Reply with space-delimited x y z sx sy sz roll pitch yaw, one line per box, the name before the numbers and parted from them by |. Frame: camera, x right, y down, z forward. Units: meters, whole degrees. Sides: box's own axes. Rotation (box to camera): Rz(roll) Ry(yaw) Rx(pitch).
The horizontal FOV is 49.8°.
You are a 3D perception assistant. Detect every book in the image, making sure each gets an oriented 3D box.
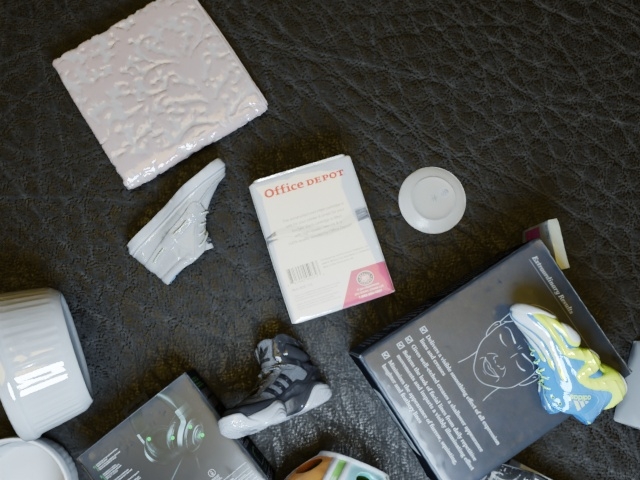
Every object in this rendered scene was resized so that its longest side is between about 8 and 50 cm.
book | 0.438 0.016 1.357 0.035 0.144 0.096 -10 84 -4

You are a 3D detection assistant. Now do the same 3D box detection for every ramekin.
ramekin | -0.547 0.456 1.263 0.207 0.109 0.207 0 85 -3
ramekin | -0.499 0.207 1.231 0.127 0.273 0.272 -18 84 -17

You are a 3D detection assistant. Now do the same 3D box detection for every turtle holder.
turtle holder | 0.058 0.519 1.227 0.321 0.243 0.227 18 66 5

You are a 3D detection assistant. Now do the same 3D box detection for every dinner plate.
dinner plate | 0.233 -0.085 1.425 0.141 0.017 0.141 1 82 -5

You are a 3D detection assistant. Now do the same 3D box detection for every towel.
towel | -0.327 -0.314 1.406 0.332 0.053 0.317 -32 85 -7

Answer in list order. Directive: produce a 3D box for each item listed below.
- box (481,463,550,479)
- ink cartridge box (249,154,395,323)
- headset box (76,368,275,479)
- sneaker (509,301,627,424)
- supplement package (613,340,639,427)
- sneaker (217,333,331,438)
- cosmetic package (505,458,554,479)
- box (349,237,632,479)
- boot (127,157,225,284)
box | 0.306 0.522 1.248 0.056 0.183 0.231 32 71 -24
ink cartridge box | 0.000 0.000 1.349 0.207 0.117 0.282 -17 84 -5
headset box | -0.265 0.410 1.275 0.246 0.131 0.283 -39 86 -7
sneaker | 0.391 0.213 1.145 0.240 0.091 0.126 39 83 1
supplement package | 0.757 0.317 1.319 0.293 0.177 0.175 18 82 -1
sneaker | -0.101 0.262 1.271 0.101 0.269 0.153 -35 72 36
cosmetic package | 0.452 0.526 1.324 0.231 0.085 0.117 26 82 -1
box | 0.300 0.227 1.289 0.396 0.212 0.293 -32 85 -6
boot | -0.251 -0.034 1.363 0.123 0.095 0.258 44 91 -3
